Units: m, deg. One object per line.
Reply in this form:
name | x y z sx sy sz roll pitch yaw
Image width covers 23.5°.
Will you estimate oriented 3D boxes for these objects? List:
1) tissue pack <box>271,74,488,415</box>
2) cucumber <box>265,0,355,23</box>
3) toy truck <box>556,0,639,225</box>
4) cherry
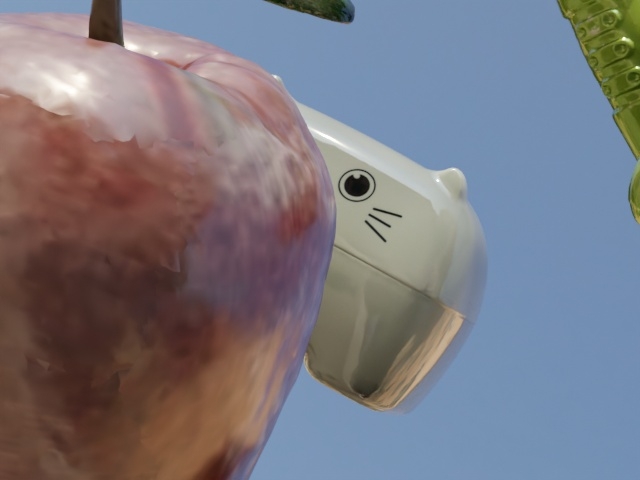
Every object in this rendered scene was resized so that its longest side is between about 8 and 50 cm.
tissue pack | 0.000 0.000 1.495 0.333 0.229 0.236 29 -91 17
cucumber | -0.026 -0.172 0.984 0.107 0.067 0.035 19 -75 -12
toy truck | 0.220 -0.067 0.778 0.211 0.148 0.187 -2 -75 41
cherry | -0.101 0.002 0.635 0.213 0.236 0.285 14 -69 22
